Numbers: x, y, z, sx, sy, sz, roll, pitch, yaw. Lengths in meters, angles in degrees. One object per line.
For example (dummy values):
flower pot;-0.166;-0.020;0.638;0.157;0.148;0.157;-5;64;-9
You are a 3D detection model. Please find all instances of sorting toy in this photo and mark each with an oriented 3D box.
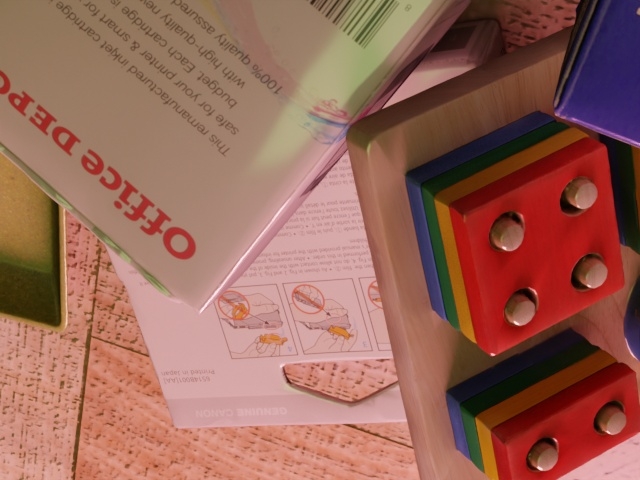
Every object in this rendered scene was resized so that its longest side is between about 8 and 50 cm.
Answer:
sorting toy;0.166;0.013;0.888;0.089;0.255;0.257;38;148;53

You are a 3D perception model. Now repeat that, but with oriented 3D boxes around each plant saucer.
plant saucer;-0.261;-0.040;1.136;0.188;0.045;0.188;14;127;10

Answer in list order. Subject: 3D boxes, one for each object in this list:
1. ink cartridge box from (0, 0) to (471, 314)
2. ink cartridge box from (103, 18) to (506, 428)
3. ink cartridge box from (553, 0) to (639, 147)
ink cartridge box;-0.049;-0.150;0.879;0.226;0.131;0.306;42;119;2
ink cartridge box;0.000;0.000;1.052;0.296;0.066;0.261;-4;120;23
ink cartridge box;0.273;-0.125;0.737;0.395;0.270;0.151;21;126;5
